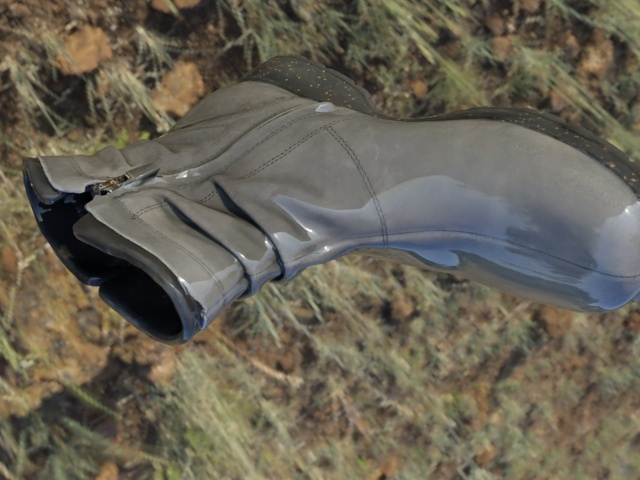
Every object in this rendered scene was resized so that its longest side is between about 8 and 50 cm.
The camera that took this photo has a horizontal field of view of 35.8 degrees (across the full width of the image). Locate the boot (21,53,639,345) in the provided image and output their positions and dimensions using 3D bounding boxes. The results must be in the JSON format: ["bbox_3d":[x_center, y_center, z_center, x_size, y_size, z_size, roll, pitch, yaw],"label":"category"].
[{"bbox_3d":[0.000,0.000,0.561,0.223,0.338,0.118,-32,127,-37],"label":"boot"}]
